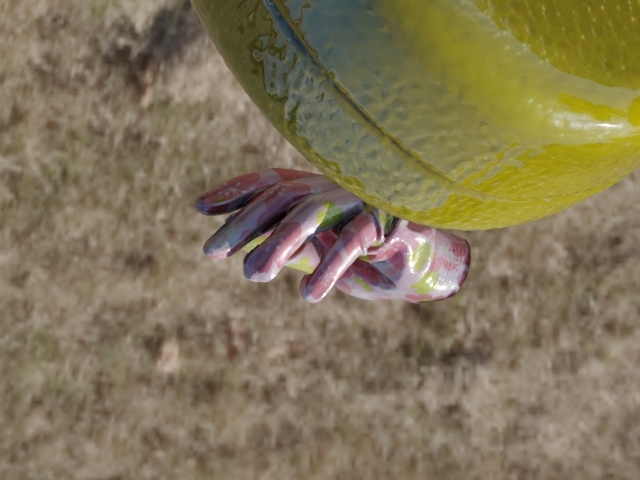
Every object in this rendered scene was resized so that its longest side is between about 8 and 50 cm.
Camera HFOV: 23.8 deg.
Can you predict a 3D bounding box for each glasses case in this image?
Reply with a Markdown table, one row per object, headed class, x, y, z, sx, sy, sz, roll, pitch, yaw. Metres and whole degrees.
| class | x | y | z | sx | sy | sz | roll | pitch | yaw |
| --- | --- | --- | --- | --- | --- | --- | --- | --- | --- |
| glasses case | 0.015 | -0.183 | 0.571 | 0.173 | 0.371 | 0.141 | -10 | 166 | -29 |

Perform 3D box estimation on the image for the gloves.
| class | x | y | z | sx | sy | sz | roll | pitch | yaw |
| --- | --- | --- | --- | --- | --- | --- | --- | --- | --- |
| gloves | 0.006 | -0.010 | 1.348 | 0.241 | 0.145 | 0.126 | 26 | 100 | -25 |
